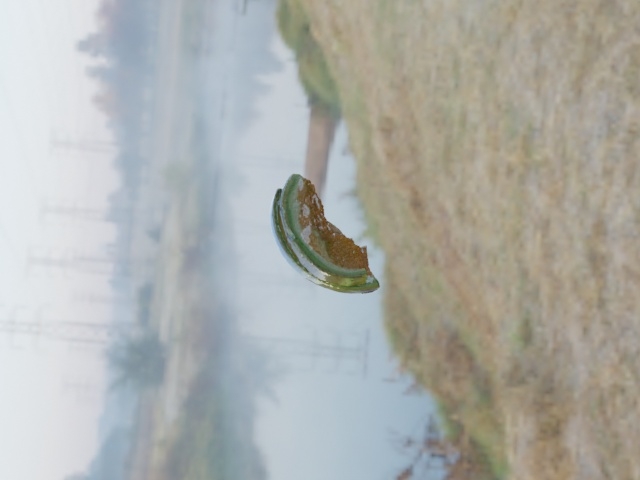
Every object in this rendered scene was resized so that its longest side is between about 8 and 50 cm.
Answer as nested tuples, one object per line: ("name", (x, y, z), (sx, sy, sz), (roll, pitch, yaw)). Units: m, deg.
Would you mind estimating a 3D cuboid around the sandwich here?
("sandwich", (0.000, 0.002, 1.215), (0.067, 0.135, 0.029), (-40, -10, -26))
